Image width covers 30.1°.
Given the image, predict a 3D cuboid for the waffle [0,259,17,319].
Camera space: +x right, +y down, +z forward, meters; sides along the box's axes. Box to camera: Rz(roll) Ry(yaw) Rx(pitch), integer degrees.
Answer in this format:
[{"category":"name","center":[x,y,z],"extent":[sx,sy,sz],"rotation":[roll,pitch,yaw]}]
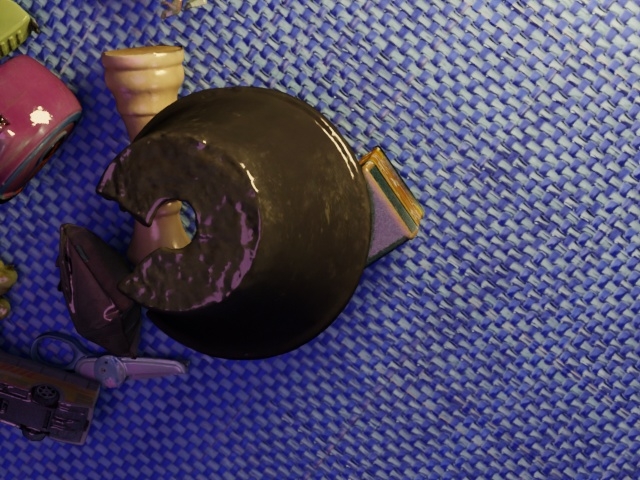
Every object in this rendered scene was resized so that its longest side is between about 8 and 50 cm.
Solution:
[{"category":"waffle","center":[-0.634,0.076,1.845],"extent":[0.317,0.073,0.297],"rotation":[32,111,-9]}]

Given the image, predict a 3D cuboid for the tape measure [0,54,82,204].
[{"category":"tape measure","center":[-0.460,-0.146,1.678],"extent":[0.149,0.245,0.231],"rotation":[42,121,-4]}]

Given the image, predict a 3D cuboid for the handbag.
[{"category":"handbag","center":[-0.320,0.072,1.714],"extent":[0.117,0.270,0.182],"rotation":[-34,80,-13]}]

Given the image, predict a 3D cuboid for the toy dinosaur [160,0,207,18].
[{"category":"toy dinosaur","center":[-0.194,-0.394,1.656],"extent":[0.242,0.053,0.167],"rotation":[2,99,14]}]

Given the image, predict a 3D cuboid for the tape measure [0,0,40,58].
[{"category":"tape measure","center":[-0.523,-0.297,1.709],"extent":[0.154,0.087,0.177],"rotation":[44,72,1]}]

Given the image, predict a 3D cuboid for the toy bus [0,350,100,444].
[{"category":"toy bus","center":[-0.471,0.225,1.806],"extent":[0.268,0.106,0.092],"rotation":[18,116,-5]}]

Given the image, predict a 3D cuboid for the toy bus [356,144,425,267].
[{"category":"toy bus","center":[0.000,0.000,1.696],"extent":[0.275,0.167,0.138],"rotation":[-33,98,14]}]

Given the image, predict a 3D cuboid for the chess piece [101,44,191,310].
[{"category":"chess piece","center":[-0.241,-0.082,1.739],"extent":[0.117,0.117,0.397],"rotation":[-2,105,8]}]

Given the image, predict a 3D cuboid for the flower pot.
[{"category":"flower pot","center":[-0.131,-0.027,1.516],"extent":[0.379,0.251,0.379],"rotation":[0,89,14]}]

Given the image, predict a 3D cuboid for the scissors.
[{"category":"scissors","center":[-0.328,0.199,1.856],"extent":[0.256,0.030,0.125],"rotation":[-3,105,10]}]
